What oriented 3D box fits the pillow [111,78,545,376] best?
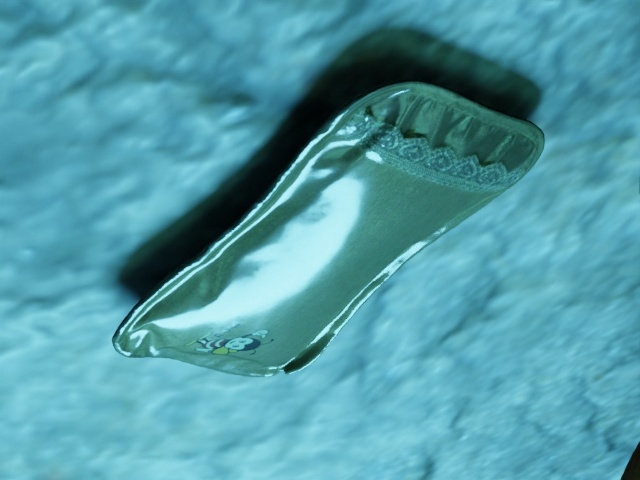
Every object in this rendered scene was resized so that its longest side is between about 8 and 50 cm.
[{"bbox_3d":[0.000,0.001,0.830,0.130,0.033,0.217,16,134,-45],"label":"pillow"}]

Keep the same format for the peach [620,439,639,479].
[{"bbox_3d":[0.340,0.166,1.014,0.372,0.290,0.372,8,170,1],"label":"peach"}]
